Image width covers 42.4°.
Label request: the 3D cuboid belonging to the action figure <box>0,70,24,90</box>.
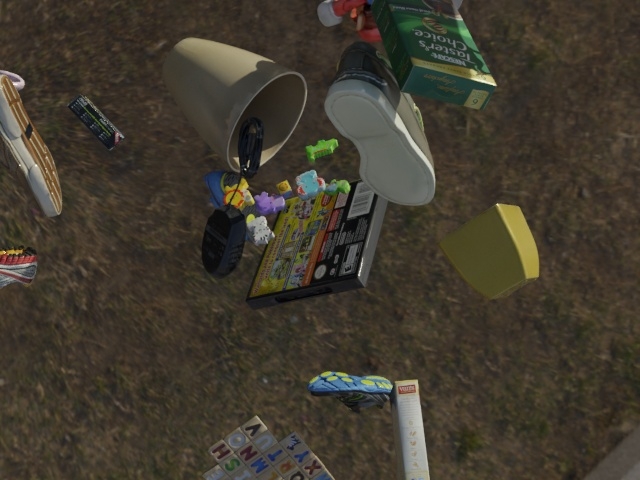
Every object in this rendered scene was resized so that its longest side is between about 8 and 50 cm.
[{"bbox_3d":[-0.753,-0.416,1.600,0.248,0.275,0.370,22,52,-52],"label":"action figure"}]

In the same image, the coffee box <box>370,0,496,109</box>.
[{"bbox_3d":[0.132,-0.234,0.988,0.113,0.184,0.040,10,133,-20],"label":"coffee box"}]

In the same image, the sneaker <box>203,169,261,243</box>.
[{"bbox_3d":[-0.204,-0.080,1.928,0.069,0.082,0.209,-58,136,-35],"label":"sneaker"}]

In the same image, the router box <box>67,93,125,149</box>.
[{"bbox_3d":[-0.455,-0.240,1.678,0.038,0.092,0.122,-43,103,-3],"label":"router box"}]

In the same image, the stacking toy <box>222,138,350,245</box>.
[{"bbox_3d":[-0.053,-0.082,1.473,0.221,0.167,0.052,-26,65,-1],"label":"stacking toy"}]

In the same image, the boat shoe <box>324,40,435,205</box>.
[{"bbox_3d":[0.094,-0.148,1.136,0.305,0.109,0.091,51,43,-55],"label":"boat shoe"}]

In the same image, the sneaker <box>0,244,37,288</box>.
[{"bbox_3d":[-0.719,0.072,1.754,0.225,0.088,0.093,-4,111,-22],"label":"sneaker"}]

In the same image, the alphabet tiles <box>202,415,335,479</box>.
[{"bbox_3d":[-0.111,0.462,1.650,0.198,0.009,0.237,-35,115,0],"label":"alphabet tiles"}]

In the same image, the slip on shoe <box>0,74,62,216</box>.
[{"bbox_3d":[-0.273,-0.080,0.736,0.041,0.051,0.135,-17,122,2],"label":"slip on shoe"}]

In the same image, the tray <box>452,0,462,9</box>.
[{"bbox_3d":[0.276,-0.583,1.580,0.030,0.270,0.145,-2,67,-7],"label":"tray"}]

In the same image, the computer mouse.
[{"bbox_3d":[-0.115,-0.057,1.171,0.041,0.071,0.242,4,113,-39],"label":"computer mouse"}]

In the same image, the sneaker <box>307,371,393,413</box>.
[{"bbox_3d":[0.061,0.310,1.651,0.188,0.067,0.078,11,106,-27],"label":"sneaker"}]

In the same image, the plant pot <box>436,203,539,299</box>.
[{"bbox_3d":[0.191,0.018,0.897,0.081,0.081,0.083,1,60,-59],"label":"plant pot"}]

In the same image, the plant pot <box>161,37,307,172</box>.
[{"bbox_3d":[-0.217,-0.333,1.848,0.274,0.256,0.256,37,79,18],"label":"plant pot"}]

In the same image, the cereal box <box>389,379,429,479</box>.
[{"bbox_3d":[0.156,0.373,1.432,0.047,0.173,0.240,-4,73,0],"label":"cereal box"}]

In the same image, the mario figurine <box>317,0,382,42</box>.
[{"bbox_3d":[0.093,-0.544,1.694,0.198,0.320,0.170,8,65,12],"label":"mario figurine"}]

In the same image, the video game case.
[{"bbox_3d":[0.000,0.000,1.563,0.035,0.248,0.275,53,38,-34],"label":"video game case"}]
